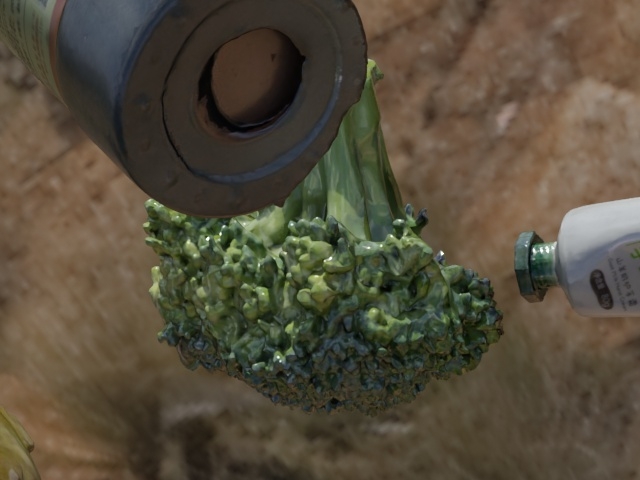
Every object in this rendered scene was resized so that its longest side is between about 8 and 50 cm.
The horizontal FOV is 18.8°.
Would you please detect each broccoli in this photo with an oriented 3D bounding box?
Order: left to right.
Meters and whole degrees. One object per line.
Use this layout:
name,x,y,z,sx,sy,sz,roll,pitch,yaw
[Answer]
broccoli,-0.007,0.018,1.402,0.288,0.260,0.235,12,50,37

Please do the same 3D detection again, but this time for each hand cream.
hand cream,0.299,0.006,1.334,0.336,0.121,0.076,-5,35,24

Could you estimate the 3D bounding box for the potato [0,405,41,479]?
potato,-0.199,0.102,0.672,0.191,0.141,0.296,-37,50,-21

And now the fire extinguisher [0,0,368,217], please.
fire extinguisher,-0.118,-0.119,0.885,0.113,0.200,0.376,-21,40,-22
